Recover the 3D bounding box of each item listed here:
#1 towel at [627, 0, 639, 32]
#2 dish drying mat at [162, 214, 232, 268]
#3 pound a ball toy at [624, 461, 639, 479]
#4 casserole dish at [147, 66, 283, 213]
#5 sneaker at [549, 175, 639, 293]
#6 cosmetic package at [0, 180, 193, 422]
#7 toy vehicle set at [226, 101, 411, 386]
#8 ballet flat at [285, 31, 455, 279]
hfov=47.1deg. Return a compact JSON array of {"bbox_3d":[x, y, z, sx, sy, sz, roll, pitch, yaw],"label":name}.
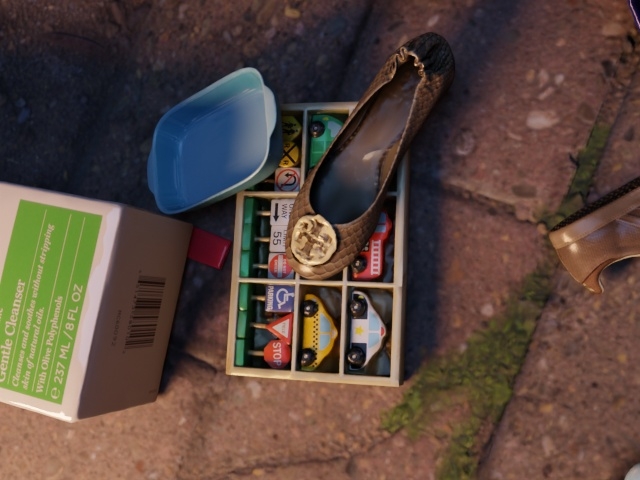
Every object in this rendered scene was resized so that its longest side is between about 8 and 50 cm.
[{"bbox_3d":[0.359,-0.311,0.573,0.308,0.076,0.228,-29,100,-6],"label":"towel"},{"bbox_3d":[-0.133,0.002,0.754,0.083,0.008,0.032,20,88,17],"label":"dish drying mat"},{"bbox_3d":[0.355,0.192,0.494,0.319,0.208,0.136,-20,77,12],"label":"pound a ball toy"},{"bbox_3d":[-0.099,-0.091,0.713,0.188,0.037,0.114,-19,69,37],"label":"casserole dish"},{"bbox_3d":[0.295,-0.023,0.628,0.188,0.066,0.071,-29,92,14],"label":"sneaker"},{"bbox_3d":[-0.334,0.035,0.725,0.365,0.155,0.197,10,87,15],"label":"cosmetic package"},{"bbox_3d":[0.000,0.000,0.705,0.166,0.035,0.267,0,81,15],"label":"toy vehicle set"},{"bbox_3d":[0.041,-0.078,0.656,0.084,0.058,0.250,33,90,17],"label":"ballet flat"}]
